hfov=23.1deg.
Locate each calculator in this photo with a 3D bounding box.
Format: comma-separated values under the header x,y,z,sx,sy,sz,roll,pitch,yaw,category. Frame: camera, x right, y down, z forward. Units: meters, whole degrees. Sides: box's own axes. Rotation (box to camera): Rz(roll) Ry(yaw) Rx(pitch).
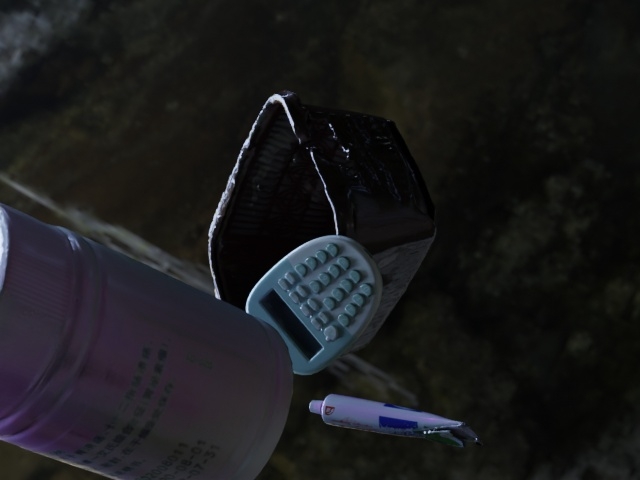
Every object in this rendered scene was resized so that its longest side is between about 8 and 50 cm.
x,y,z,sx,sy,sz,roll,pitch,yaw,category
-0.011,0.059,1.334,0.153,0.095,0.021,-45,-9,25,calculator

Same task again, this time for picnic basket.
x,y,z,sx,sy,sz,roll,pitch,yaw,category
0.000,0.000,1.546,0.129,0.222,0.297,-6,-34,-28,picnic basket

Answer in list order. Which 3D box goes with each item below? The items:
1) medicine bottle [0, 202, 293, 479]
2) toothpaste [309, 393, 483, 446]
x,y,z,sx,sy,sz,roll,pitch,yaw,category
-0.160,0.083,1.109,0.254,0.152,0.152,28,-90,-37,medicine bottle
0.064,0.162,1.416,0.045,0.170,0.028,54,-129,-48,toothpaste
